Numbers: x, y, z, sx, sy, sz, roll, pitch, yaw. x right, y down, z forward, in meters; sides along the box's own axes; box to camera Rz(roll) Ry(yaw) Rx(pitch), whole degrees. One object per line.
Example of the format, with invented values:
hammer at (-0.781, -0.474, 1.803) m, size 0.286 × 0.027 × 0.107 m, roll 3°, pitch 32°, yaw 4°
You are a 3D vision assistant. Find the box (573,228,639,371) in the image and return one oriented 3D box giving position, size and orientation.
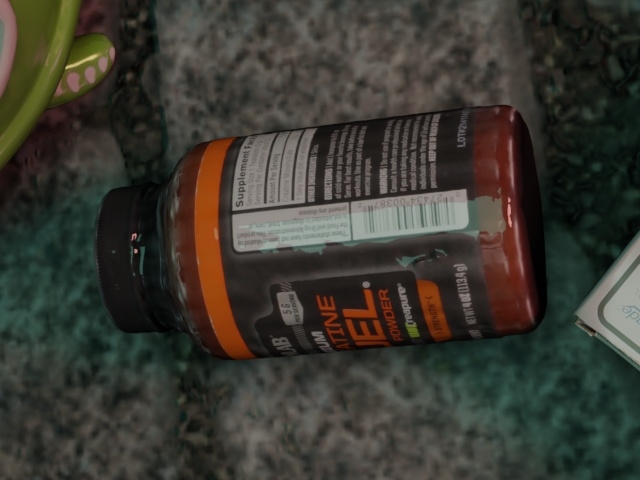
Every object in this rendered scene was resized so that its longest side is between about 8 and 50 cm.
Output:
box at (0.261, -0.025, 0.607) m, size 0.169 × 0.087 × 0.290 m, roll 39°, pitch 94°, yaw 15°

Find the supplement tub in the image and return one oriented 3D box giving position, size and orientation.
supplement tub at (0.000, 0.000, 0.662) m, size 0.197 × 0.106 × 0.106 m, roll -6°, pitch 83°, yaw 14°

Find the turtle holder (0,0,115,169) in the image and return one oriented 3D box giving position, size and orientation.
turtle holder at (-0.281, -0.114, 0.682) m, size 0.320 × 0.227 × 0.243 m, roll -13°, pitch 82°, yaw 12°
